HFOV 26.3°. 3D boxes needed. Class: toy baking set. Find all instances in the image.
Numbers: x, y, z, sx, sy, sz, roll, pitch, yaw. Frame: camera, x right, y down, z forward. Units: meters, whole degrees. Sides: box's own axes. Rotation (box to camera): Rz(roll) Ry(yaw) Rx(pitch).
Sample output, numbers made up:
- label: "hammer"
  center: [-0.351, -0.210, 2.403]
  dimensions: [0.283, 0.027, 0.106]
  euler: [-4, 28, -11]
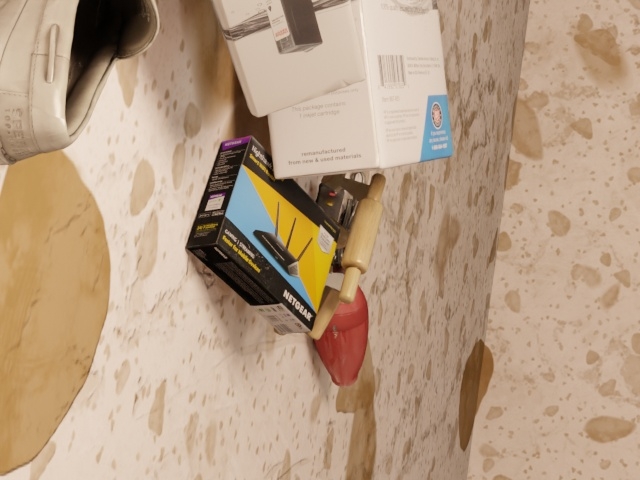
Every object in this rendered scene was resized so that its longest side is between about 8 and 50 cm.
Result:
- label: "toy baking set"
  center: [0.004, 0.000, 1.559]
  dimensions: [0.030, 0.197, 0.256]
  euler: [31, 63, -26]

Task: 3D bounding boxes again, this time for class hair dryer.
- label: "hair dryer"
  center: [0.042, 0.056, 1.832]
  dimensions: [0.223, 0.080, 0.293]
  euler: [-18, 114, -73]

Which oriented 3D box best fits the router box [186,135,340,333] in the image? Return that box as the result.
- label: "router box"
  center: [-0.056, -0.003, 1.423]
  dimensions: [0.179, 0.046, 0.133]
  euler: [46, 49, -42]

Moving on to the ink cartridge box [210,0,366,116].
- label: "ink cartridge box"
  center: [-0.056, -0.270, 1.161]
  dimensions: [0.273, 0.114, 0.197]
  euler: [75, -3, -55]

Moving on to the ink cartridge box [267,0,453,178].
- label: "ink cartridge box"
  center: [0.034, -0.229, 1.453]
  dimensions: [0.223, 0.129, 0.307]
  euler: [-15, 99, -64]

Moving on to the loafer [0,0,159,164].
- label: "loafer"
  center: [-0.161, -0.165, 0.971]
  dimensions: [0.112, 0.112, 0.319]
  euler: [80, 23, -45]
